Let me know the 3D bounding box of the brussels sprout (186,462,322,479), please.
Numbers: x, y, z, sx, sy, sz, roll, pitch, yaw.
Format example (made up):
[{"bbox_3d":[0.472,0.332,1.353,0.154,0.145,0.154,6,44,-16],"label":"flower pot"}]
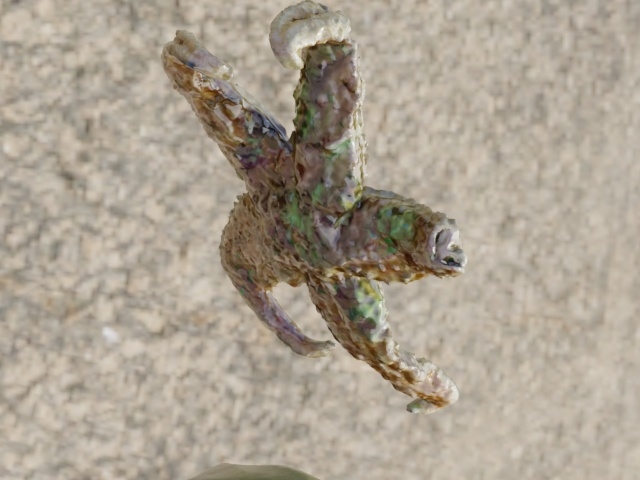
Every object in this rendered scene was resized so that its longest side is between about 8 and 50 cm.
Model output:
[{"bbox_3d":[-0.043,0.192,0.797,0.144,0.180,0.161,36,102,-12],"label":"brussels sprout"}]

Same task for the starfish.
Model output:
[{"bbox_3d":[0.007,-0.007,0.589,0.053,0.150,0.209,-46,121,-25],"label":"starfish"}]
